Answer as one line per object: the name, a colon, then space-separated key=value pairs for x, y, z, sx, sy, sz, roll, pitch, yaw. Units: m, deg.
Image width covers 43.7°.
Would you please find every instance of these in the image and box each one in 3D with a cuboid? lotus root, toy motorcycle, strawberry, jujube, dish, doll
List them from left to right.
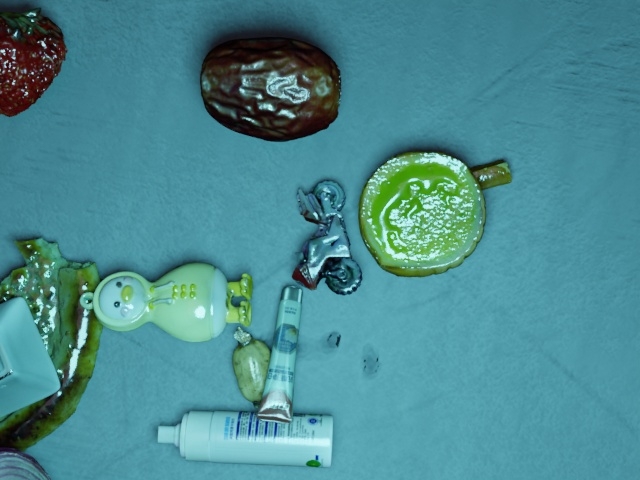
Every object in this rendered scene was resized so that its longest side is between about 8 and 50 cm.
dish: x=-0.588 y=0.221 z=1.340 sx=0.243 sy=0.080 sz=0.181 roll=-25 pitch=83 yaw=-2
strawberry: x=-0.551 y=-0.315 z=1.419 sx=0.184 sy=0.187 sz=0.201 roll=7 pitch=113 yaw=-17
doll: x=-0.265 y=0.106 z=1.377 sx=0.297 sy=0.117 sz=0.141 roll=1 pitch=71 yaw=-8
lotus root: x=-0.118 y=0.223 z=1.403 sx=0.072 sy=0.063 sz=0.151 roll=-19 pitch=88 yaw=9
jujube: x=-0.084 y=-0.263 z=1.391 sx=0.243 sy=0.183 sz=0.183 roll=4 pitch=84 yaw=2
toy motorcycle: x=0.000 y=0.000 z=1.418 sx=0.123 sy=0.082 sz=0.213 roll=-11 pitch=72 yaw=1

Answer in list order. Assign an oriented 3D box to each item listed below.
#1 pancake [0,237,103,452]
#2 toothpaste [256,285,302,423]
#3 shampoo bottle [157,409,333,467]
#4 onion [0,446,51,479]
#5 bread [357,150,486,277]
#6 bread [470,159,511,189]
pancake: x=-0.544 y=0.200 z=1.401 sx=0.427 sy=0.067 sz=0.305 roll=-41 pitch=91 yaw=-2
toothpaste: x=-0.064 y=0.197 z=1.385 sx=0.062 sy=0.039 sz=0.239 roll=9 pitch=68 yaw=-5
shampoo bottle: x=-0.130 y=0.341 z=1.376 sx=0.304 sy=0.092 sz=0.092 roll=1 pitch=84 yaw=1
onion: x=-0.544 y=0.472 z=1.309 sx=0.230 sy=0.272 sz=0.256 roll=43 pitch=92 yaw=16
bread: x=0.177 y=-0.045 z=1.405 sx=0.236 sy=0.070 sz=0.236 roll=0 pitch=88 yaw=8
bread: x=0.300 y=-0.116 z=1.442 sx=0.083 sy=0.036 sz=0.046 roll=-16 pitch=83 yaw=3
